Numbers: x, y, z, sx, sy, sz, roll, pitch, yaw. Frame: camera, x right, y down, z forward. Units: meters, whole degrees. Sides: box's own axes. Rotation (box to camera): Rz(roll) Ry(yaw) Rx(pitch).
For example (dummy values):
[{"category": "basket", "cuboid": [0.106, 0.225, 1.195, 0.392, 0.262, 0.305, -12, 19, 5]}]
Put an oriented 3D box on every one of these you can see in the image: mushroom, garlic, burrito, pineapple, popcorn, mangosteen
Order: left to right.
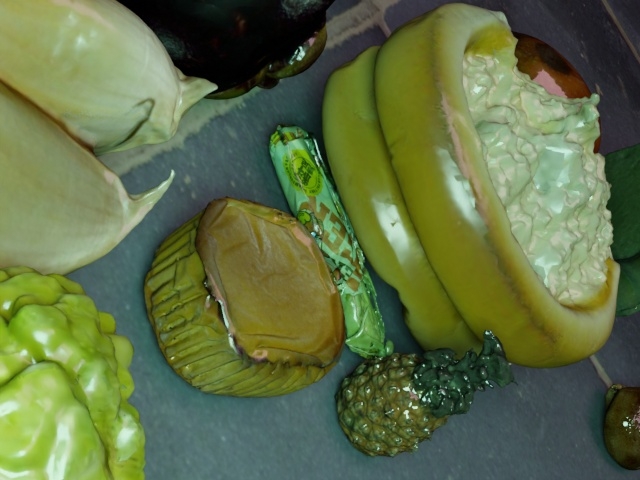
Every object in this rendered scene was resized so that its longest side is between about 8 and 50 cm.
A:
[{"category": "popcorn", "cuboid": [-0.222, 0.145, 0.713, 0.212, 0.259, 0.259, 7, 60, -18]}, {"category": "garlic", "cuboid": [-0.249, -0.108, 0.829, 0.313, 0.249, 0.286, 34, 26, -59]}, {"category": "mangosteen", "cuboid": [-0.090, -0.274, 1.102, 0.233, 0.287, 0.287, 16, 51, -8]}, {"category": "burrito", "cuboid": [0.000, 0.000, 1.159, 0.104, 0.054, 0.287, -9, 75, -62]}, {"category": "pineapple", "cuboid": [0.111, 0.152, 1.086, 0.108, 0.198, 0.108, 32, 45, -38]}, {"category": "mushroom", "cuboid": [0.434, 0.259, 1.497, 0.127, 0.087, 0.127, -1, 92, -44]}]

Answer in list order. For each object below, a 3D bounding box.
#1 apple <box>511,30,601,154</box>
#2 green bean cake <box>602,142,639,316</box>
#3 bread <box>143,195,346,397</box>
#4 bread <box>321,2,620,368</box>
[{"category": "apple", "cuboid": [0.238, -0.155, 1.395, 0.230, 0.230, 0.229, 27, 50, -37]}, {"category": "green bean cake", "cuboid": [0.402, -0.007, 1.504, 0.125, 0.223, 0.227, 49, 37, -32]}, {"category": "bread", "cuboid": [-0.072, 0.060, 1.012, 0.199, 0.104, 0.199, 32, 42, -35]}, {"category": "bread", "cuboid": [0.179, -0.053, 1.225, 0.329, 0.245, 0.424, -41, 108, -36]}]
